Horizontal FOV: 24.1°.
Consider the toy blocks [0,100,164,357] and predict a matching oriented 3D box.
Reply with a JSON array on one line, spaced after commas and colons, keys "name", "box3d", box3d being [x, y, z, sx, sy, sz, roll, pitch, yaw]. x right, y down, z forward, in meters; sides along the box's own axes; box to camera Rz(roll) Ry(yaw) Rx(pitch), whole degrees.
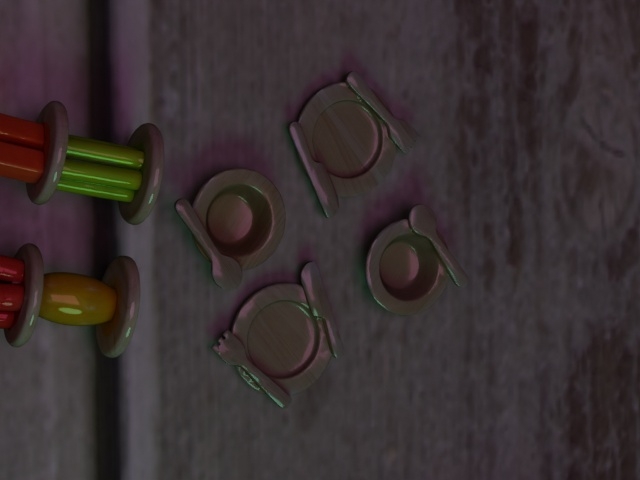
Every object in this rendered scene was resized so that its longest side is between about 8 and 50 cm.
[{"name": "toy blocks", "box3d": [-0.159, -0.011, 0.729, 0.148, 0.054, 0.123, 9, 91, -27]}]

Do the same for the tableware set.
[{"name": "tableware set", "box3d": [0.000, 0.000, 0.829, 0.168, 0.020, 0.141, -35, 109, -20]}]
